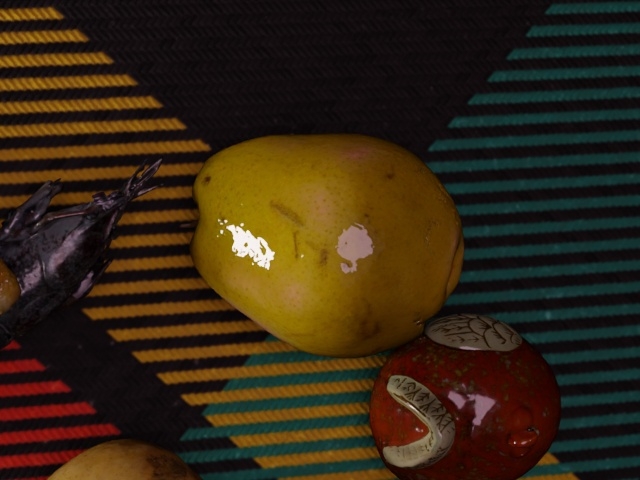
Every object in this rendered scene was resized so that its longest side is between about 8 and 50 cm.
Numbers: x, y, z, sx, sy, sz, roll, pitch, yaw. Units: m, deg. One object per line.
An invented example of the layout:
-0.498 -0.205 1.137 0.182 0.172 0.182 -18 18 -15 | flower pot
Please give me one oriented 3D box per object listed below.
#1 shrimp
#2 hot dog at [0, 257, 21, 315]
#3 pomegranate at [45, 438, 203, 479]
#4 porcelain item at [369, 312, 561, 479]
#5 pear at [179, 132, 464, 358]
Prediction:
-0.351 0.007 1.836 0.372 0.137 0.172 -49 114 -8 | shrimp
-0.449 -0.015 1.788 0.083 0.068 0.289 -46 59 4 | hot dog
-0.227 0.366 1.803 0.260 0.260 0.260 0 88 -11 | pomegranate
0.192 0.217 1.889 0.253 0.253 0.253 0 88 -11 | porcelain item
0.009 -0.004 1.868 0.336 0.285 0.285 29 81 28 | pear
